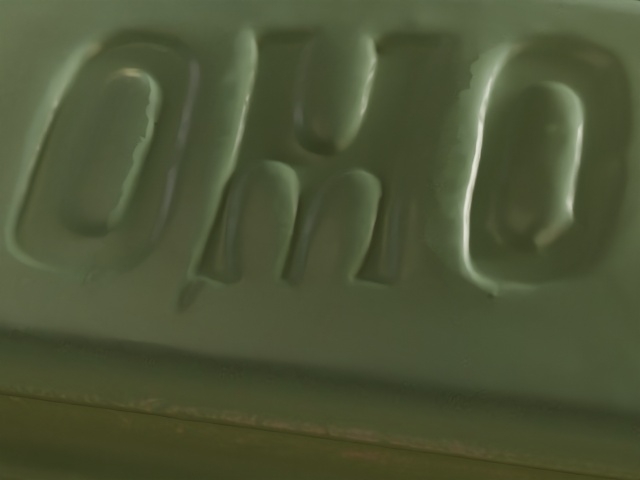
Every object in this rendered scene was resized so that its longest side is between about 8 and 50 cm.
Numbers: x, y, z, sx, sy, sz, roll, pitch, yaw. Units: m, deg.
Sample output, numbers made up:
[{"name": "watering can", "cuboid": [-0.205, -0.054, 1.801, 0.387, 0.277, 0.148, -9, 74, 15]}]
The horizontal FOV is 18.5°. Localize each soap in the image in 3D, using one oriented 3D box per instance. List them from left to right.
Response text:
[{"name": "soap", "cuboid": [0.000, 0.000, 0.430, 0.198, 0.119, 0.066, 7, -34, 7]}]
